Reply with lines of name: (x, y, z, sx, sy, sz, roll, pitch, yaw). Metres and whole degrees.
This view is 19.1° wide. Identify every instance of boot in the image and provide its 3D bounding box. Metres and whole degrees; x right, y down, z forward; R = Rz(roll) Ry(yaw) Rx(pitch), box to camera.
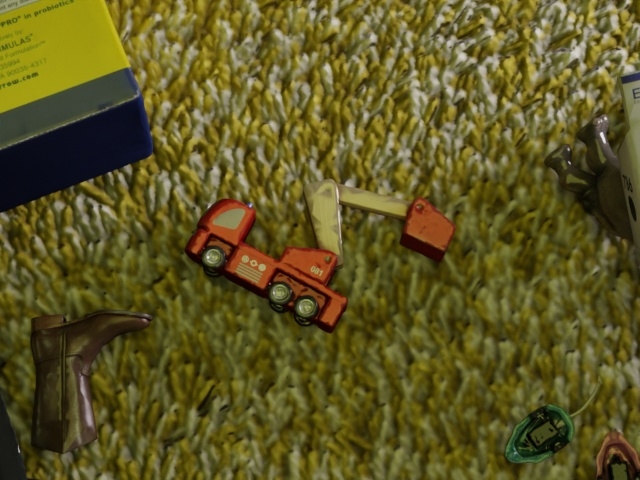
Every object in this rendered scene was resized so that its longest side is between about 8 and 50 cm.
boot: (-0.185, 0.116, 1.547, 0.106, 0.037, 0.114, -6, 76, 10)

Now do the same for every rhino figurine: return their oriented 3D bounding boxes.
rhino figurine: (0.316, -0.087, 1.586, 0.243, 0.073, 0.106, -30, 79, -9)

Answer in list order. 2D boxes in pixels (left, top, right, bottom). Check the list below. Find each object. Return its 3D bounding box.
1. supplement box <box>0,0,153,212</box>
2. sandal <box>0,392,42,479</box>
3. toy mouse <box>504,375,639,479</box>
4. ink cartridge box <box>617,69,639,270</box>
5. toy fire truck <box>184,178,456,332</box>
supplement box: (-0.289, -0.217, 1.530, 0.195, 0.194, 0.357, -21, 80, -6)
sandal: (-0.196, 0.253, 1.465, 0.107, 0.167, 0.446, -17, 80, -23)
toy mouse: (0.207, 0.180, 1.551, 0.161, 0.031, 0.143, 13, 79, 1)
ink cartridge box: (0.338, 0.008, 1.517, 0.165, 0.065, 0.333, -12, 101, -2)
toy fire truck: (0.000, 0.000, 1.571, 0.192, 0.047, 0.135, 28, 79, 4)
